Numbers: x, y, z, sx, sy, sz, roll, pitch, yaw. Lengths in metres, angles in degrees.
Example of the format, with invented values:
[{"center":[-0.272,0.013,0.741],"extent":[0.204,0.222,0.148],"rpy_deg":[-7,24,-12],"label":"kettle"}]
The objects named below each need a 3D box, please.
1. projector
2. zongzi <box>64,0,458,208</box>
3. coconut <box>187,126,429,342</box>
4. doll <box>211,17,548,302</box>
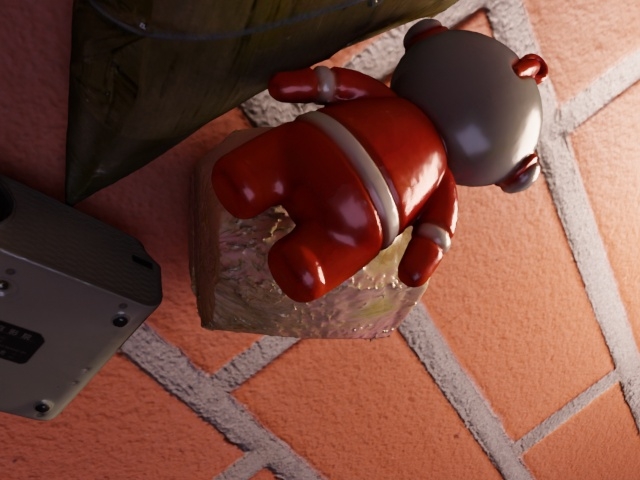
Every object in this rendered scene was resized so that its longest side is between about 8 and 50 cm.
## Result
[{"center":[-0.305,0.052,0.578],"extent":[0.250,0.108,0.198],"rpy_deg":[31,115,-34],"label":"projector"},{"center":[-0.046,-0.189,0.562],"extent":[0.356,0.174,0.393],"rpy_deg":[-11,145,-33],"label":"zongzi"},{"center":[0.000,0.000,0.634],"extent":[0.245,0.233,0.233],"rpy_deg":[-1,119,-20],"label":"coconut"},{"center":[0.078,-0.086,0.520],"extent":[0.336,0.105,0.199],"rpy_deg":[-34,85,-24],"label":"doll"}]
